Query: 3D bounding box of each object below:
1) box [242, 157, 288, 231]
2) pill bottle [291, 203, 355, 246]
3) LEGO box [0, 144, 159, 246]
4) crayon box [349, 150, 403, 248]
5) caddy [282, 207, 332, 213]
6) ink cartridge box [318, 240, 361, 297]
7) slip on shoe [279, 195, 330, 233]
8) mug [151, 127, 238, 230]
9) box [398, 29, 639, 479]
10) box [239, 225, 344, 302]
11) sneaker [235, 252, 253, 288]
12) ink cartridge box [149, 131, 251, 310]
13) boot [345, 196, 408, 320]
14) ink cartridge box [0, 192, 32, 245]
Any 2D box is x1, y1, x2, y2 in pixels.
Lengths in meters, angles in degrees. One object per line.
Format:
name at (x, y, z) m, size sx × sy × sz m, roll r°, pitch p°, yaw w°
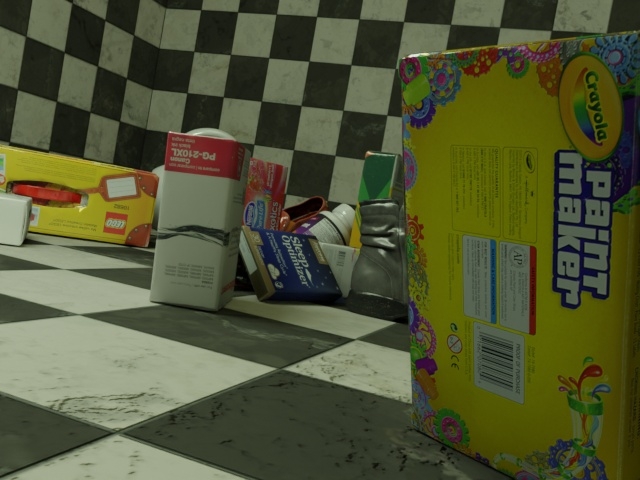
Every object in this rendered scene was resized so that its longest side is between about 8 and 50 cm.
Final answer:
box at (-0.174, -0.058, 1.486) m, size 0.123 × 0.256 × 0.128 m, roll 9°, pitch 1°, yaw 44°
pill bottle at (0.000, 0.000, 1.481) m, size 0.193 × 0.108 × 0.108 m, roll -36°, pitch 22°, yaw -20°
LEGO box at (-0.715, -0.127, 1.677) m, size 0.500 × 0.193 × 0.372 m, roll 9°, pitch 2°, yaw -26°
crayon box at (0.148, -0.032, 1.499) m, size 0.081 × 0.318 × 0.202 m, roll 11°, pitch 1°, yaw 25°
caddy at (-0.031, -0.015, 1.998) m, size 0.341 × 0.179 × 0.241 m, roll 13°, pitch 3°, yaw 10°
ink cartridge box at (0.073, 0.067, 1.342) m, size 0.181 × 0.104 × 0.061 m, roll 10°, pitch 2°, yaw -15°
slip on shoe at (-0.113, -0.033, 1.773) m, size 0.331 × 0.101 × 0.123 m, roll -24°, pitch 38°, yaw -25°
mug at (-0.348, -0.159, 1.967) m, size 0.328 × 0.374 × 0.276 m, roll 5°, pitch 26°, yaw -12°
box at (0.223, -0.004, 0.499) m, size 0.279 × 0.289 × 0.177 m, roll -14°, pitch 17°, yaw -36°
box at (-0.043, 0.047, 1.170) m, size 0.036 × 0.136 × 0.225 m, roll -41°, pitch -30°, yaw 30°
sneaker at (-0.142, 0.037, 1.253) m, size 0.135 × 0.097 × 0.276 m, roll 11°, pitch 0°, yaw 30°
ink cartridge box at (-0.172, -0.027, 0.956) m, size 0.100 × 0.237 × 0.172 m, roll 7°, pitch 2°, yaw 0°
boot at (0.211, 0.040, 1.106) m, size 0.338 × 0.222 × 0.118 m, roll 10°, pitch 1°, yaw 14°
ink cartridge box at (-0.666, -0.053, 1.291) m, size 0.159 × 0.092 × 0.218 m, roll 9°, pitch 0°, yaw -22°
